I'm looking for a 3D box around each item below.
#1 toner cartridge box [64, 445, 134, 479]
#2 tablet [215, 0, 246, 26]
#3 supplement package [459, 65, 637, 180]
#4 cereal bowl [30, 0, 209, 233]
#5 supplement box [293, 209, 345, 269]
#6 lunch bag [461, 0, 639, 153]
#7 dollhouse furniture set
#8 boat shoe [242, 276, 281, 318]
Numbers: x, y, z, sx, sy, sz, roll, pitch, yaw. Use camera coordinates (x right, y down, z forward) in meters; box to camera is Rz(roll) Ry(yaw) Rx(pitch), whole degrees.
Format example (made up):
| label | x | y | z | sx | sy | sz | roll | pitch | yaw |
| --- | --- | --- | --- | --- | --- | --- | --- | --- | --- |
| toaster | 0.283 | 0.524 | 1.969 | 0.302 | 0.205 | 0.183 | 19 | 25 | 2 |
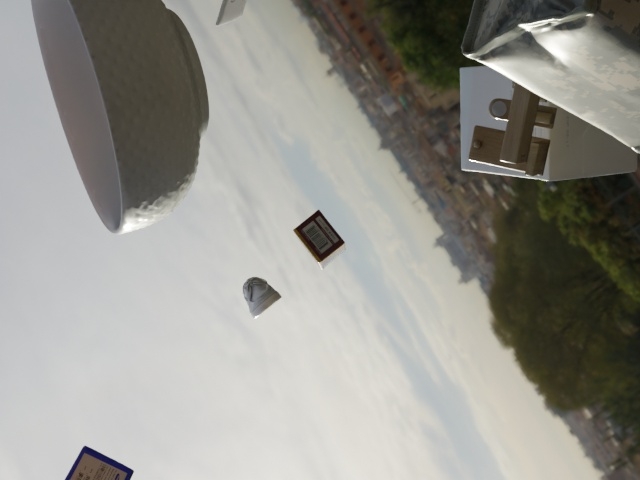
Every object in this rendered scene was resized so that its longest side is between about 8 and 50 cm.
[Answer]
| label | x | y | z | sx | sy | sz | roll | pitch | yaw |
| --- | --- | --- | --- | --- | --- | --- | --- | --- | --- |
| toner cartridge box | -0.352 | 0.416 | 1.095 | 0.075 | 0.348 | 0.165 | 30 | -131 | -6 |
| tablet | -0.110 | -0.322 | 1.088 | 0.006 | 0.083 | 0.054 | 41 | -134 | 13 |
| supplement package | 0.407 | -0.224 | 1.496 | 0.262 | 0.198 | 0.199 | -160 | 65 | -65 |
| cereal bowl | -0.229 | -0.184 | 0.984 | 0.339 | 0.141 | 0.339 | 48 | 148 | 43 |
| supplement box | 0.000 | 0.000 | 1.038 | 0.055 | 0.043 | 0.083 | 51 | 177 | 6 |
| lunch bag | 0.279 | -0.257 | 0.722 | 0.235 | 0.287 | 0.169 | 21 | 168 | -26 |
| dollhouse furniture set | 0.266 | -0.174 | 1.233 | 0.123 | 0.144 | 0.151 | 17 | -163 | 28 |
| boat shoe | -0.115 | 0.096 | 1.523 | 0.063 | 0.066 | 0.184 | 52 | 180 | -6 |
